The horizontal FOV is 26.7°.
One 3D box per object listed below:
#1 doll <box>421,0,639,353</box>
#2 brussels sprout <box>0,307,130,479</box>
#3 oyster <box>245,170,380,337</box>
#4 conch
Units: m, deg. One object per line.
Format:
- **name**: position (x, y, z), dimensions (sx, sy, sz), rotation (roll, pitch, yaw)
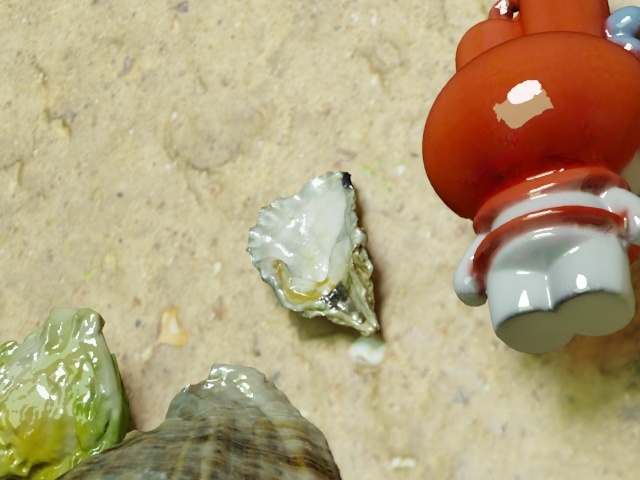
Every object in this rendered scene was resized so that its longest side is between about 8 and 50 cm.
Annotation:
- **doll**: position (0.144, -0.069, 0.870), dimensions (0.161, 0.130, 0.290), rotation (-22, 48, 28)
- **brussels sprout**: position (-0.203, 0.143, 1.028), dimensions (0.139, 0.100, 0.181), rotation (15, 73, 30)
- **oyster**: position (0.000, 0.000, 0.991), dimensions (0.146, 0.045, 0.121), rotation (8, 73, 47)
- **conch**: position (-0.108, 0.202, 0.879), dimensions (0.210, 0.159, 0.291), rotation (1, 64, 38)
